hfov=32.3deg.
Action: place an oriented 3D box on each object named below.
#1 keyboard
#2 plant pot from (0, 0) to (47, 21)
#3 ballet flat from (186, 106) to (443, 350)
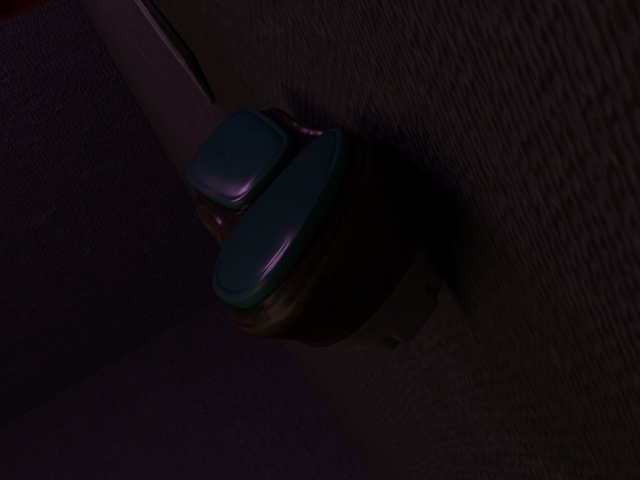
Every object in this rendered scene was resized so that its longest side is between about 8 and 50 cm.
[{"bbox_3d":[-0.183,-0.242,1.276,0.256,0.014,0.072,53,171,44],"label":"keyboard"},{"bbox_3d":[-0.402,-0.411,1.198,0.275,0.275,0.243,73,174,-64],"label":"plant pot"},{"bbox_3d":[0.000,0.000,0.633,0.124,0.116,0.342,40,180,-17],"label":"ballet flat"}]
